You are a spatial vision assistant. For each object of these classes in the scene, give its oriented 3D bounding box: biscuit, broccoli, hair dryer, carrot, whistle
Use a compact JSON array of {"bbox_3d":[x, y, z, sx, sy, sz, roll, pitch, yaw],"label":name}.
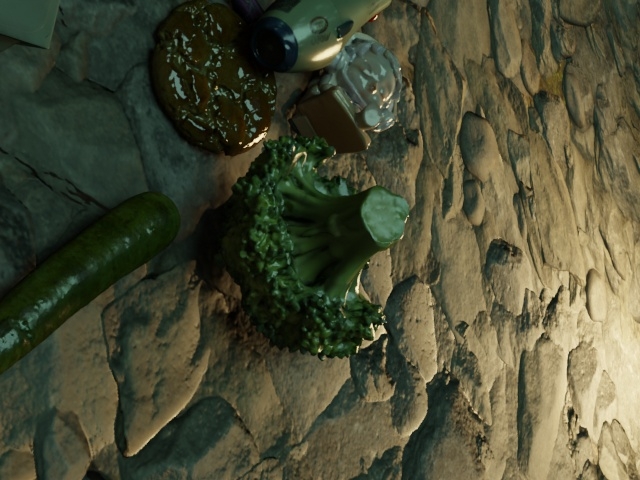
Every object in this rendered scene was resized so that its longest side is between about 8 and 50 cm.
[{"bbox_3d":[-0.135,-0.219,1.246,0.226,0.042,0.226,16,69,-49],"label":"biscuit"},{"bbox_3d":[-0.016,0.011,1.197,0.235,0.260,0.288,-38,97,-9],"label":"broccoli"},{"bbox_3d":[0.019,-0.385,1.325,0.296,0.119,0.298,-14,115,-58],"label":"hair dryer"},{"bbox_3d":[-0.272,0.051,0.973,0.358,0.074,0.074,-45,117,-45],"label":"carrot"},{"bbox_3d":[-0.124,-0.362,1.304,0.176,0.033,0.033,55,43,-30],"label":"whistle"}]

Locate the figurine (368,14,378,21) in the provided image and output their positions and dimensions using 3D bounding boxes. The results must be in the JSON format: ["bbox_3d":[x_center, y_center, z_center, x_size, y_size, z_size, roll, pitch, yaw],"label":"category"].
[{"bbox_3d":[0.079,-0.407,1.561,0.071,0.067,0.083,-18,133,-64],"label":"figurine"}]

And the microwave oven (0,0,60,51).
[{"bbox_3d":[-0.357,-0.276,0.871,0.208,0.122,0.162,12,94,-52],"label":"microwave oven"}]

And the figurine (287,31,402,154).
[{"bbox_3d":[0.058,-0.231,1.421,0.162,0.141,0.237,57,41,-19],"label":"figurine"}]
